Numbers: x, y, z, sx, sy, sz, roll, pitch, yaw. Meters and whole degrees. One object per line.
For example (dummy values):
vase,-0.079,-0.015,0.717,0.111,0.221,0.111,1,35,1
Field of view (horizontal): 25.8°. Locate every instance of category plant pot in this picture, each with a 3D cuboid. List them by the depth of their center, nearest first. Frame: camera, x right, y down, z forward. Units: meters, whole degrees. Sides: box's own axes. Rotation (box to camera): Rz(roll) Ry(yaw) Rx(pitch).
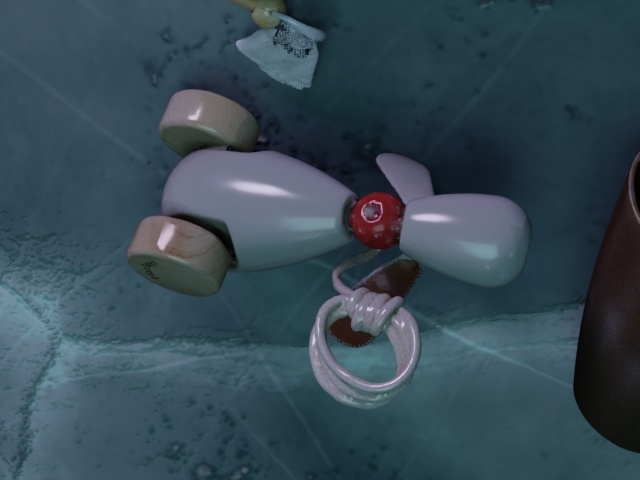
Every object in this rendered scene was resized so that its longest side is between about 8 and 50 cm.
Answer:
plant pot,0.305,0.067,1.146,0.215,0.215,0.230,20,133,-3

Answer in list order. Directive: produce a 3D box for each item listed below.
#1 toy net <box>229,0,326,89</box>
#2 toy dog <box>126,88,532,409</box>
toy net,-0.036,-0.208,1.085,0.122,0.045,0.232,4,147,27
toy dog,0.000,0.000,1.155,0.334,0.161,0.220,32,79,22
